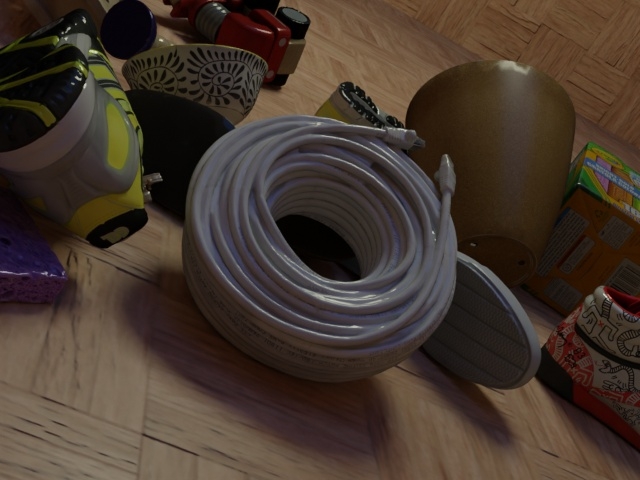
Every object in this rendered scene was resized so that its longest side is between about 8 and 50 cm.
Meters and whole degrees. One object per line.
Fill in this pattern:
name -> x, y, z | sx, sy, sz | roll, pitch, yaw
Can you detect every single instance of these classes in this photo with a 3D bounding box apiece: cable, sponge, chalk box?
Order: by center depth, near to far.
sponge -> -0.290, -0.005, 0.661 | 0.210, 0.031, 0.117 | 7, 34, -51
cable -> 0.000, 0.000, 0.851 | 0.257, 0.089, 0.257 | 13, 54, -16
chalk box -> 0.416, -0.016, 1.429 | 0.179, 0.180, 0.289 | 35, 27, 3

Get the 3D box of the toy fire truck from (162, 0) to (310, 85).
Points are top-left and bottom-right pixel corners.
toy fire truck -> -0.163, -0.358, 1.486 | 0.246, 0.158, 0.217 | -11, 46, -45

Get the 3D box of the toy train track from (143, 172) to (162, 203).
toy train track -> -0.185, -0.074, 0.933 | 0.048, 0.014, 0.083 | -19, 67, -23

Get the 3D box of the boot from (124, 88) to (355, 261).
boot -> -0.094, -0.056, 1.003 | 0.305, 0.112, 0.115 | 27, -9, -2

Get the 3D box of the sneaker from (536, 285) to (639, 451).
sneaker -> 0.394, 0.163, 1.089 | 0.270, 0.145, 0.090 | 33, 21, 2

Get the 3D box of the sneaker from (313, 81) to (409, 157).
sneaker -> 0.070, -0.142, 1.399 | 0.208, 0.094, 0.081 | 41, 32, -26

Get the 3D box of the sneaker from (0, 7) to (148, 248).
sneaker -> -0.240, -0.106, 0.865 | 0.147, 0.145, 0.384 | 61, 1, -28

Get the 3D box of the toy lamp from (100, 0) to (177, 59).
toy lamp -> -0.172, -0.225, 1.197 | 0.080, 0.080, 0.275 | 41, 8, 22

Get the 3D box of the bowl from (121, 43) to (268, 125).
bowl -> -0.144, -0.161, 1.105 | 0.170, 0.170, 0.080 | 7, 76, -48

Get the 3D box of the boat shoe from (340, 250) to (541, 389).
boat shoe -> 0.129, 0.046, 1.035 | 0.302, 0.109, 0.094 | 43, 21, 32

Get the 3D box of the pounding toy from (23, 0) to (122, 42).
pounding toy -> -0.335, -0.310, 1.222 | 0.154, 0.155, 0.269 | 52, 13, -43

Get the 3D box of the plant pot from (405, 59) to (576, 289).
plant pot -> 0.226, -0.066, 1.263 | 0.237, 0.237, 0.254 | 24, 48, -20
